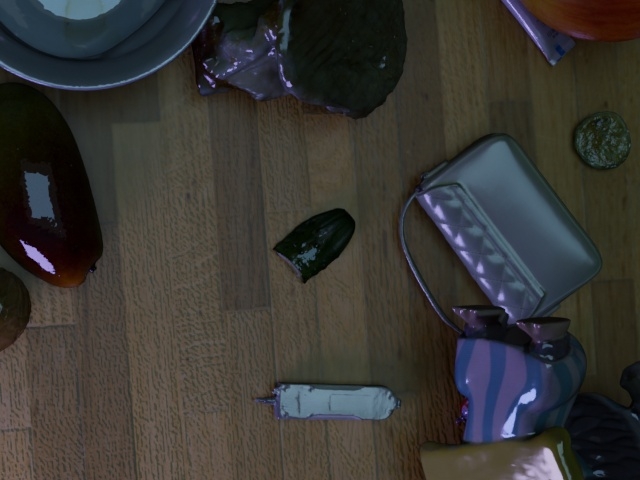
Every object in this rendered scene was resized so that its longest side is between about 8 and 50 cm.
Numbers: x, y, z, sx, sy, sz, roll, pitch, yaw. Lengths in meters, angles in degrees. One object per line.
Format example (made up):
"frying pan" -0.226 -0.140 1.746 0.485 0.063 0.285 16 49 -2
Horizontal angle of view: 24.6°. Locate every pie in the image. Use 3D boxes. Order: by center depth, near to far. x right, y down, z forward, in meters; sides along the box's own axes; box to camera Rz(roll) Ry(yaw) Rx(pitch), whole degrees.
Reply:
"pie" 0.380 -0.134 1.978 0.084 0.021 0.084 0 89 -15

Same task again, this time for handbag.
"handbag" 0.222 0.004 1.922 0.219 0.079 0.256 -37 95 1

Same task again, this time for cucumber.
"cucumber" 0.000 0.000 1.895 0.107 0.035 0.067 -41 95 -11

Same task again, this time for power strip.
"power strip" 0.010 0.208 1.894 0.191 0.030 0.047 3 90 -11

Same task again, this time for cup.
"cup" -0.295 -0.344 1.780 0.347 0.163 0.347 0 88 -11

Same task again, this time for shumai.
"shumai" -0.028 -0.263 1.862 0.272 0.204 0.222 -1 91 -46

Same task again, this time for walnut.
"walnut" -0.409 0.091 1.782 0.105 0.105 0.124 38 83 -8

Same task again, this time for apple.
"apple" 0.353 -0.394 1.848 0.233 0.286 0.286 -9 91 -2

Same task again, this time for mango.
"mango" -0.351 -0.067 1.792 0.133 0.111 0.267 -19 87 1

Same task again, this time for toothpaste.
"toothpaste" 0.265 -0.319 1.956 0.048 0.031 0.190 -45 100 -11

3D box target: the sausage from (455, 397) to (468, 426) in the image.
"sausage" 0.236 0.199 1.933 0.145 0.048 0.050 -38 134 -9

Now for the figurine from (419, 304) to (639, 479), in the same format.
"figurine" 0.332 0.240 1.878 0.378 0.266 0.361 -11 105 -46
